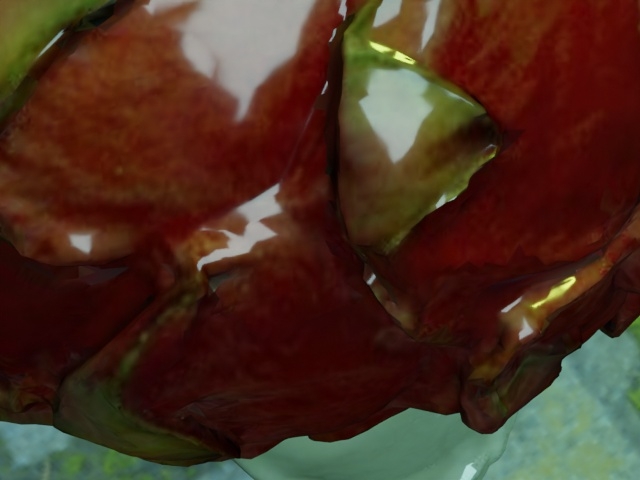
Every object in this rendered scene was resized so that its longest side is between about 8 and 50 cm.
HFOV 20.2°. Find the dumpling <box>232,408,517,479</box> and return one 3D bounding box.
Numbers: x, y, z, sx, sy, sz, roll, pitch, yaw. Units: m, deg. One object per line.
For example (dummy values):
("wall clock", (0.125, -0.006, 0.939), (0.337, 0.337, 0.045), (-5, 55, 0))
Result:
("dumpling", (0.000, 0.000, 0.675), (0.162, 0.132, 0.250), (-25, 103, 11))

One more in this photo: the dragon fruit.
("dragon fruit", (-0.011, -0.079, 0.485), (0.342, 0.277, 0.277), (1, 116, -4))
